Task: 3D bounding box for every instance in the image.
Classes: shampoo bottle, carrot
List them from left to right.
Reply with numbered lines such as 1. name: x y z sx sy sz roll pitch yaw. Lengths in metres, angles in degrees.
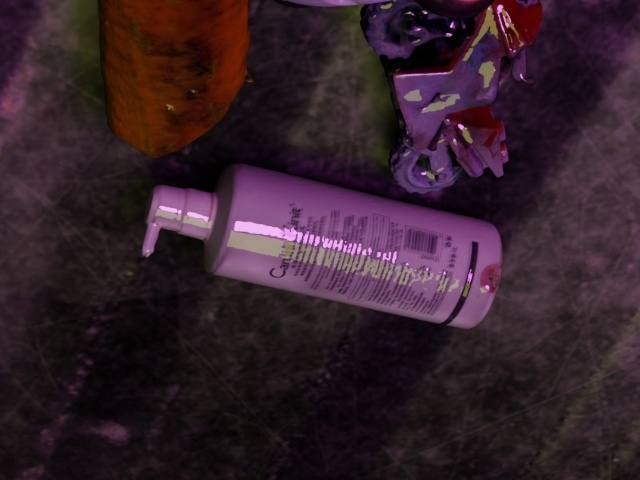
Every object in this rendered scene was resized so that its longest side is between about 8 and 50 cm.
1. carrot: -0.094 -0.192 1.243 0.114 0.114 0.302 -3 132 -4
2. shampoo bottle: 0.000 0.000 1.433 0.262 0.085 0.085 12 128 -15

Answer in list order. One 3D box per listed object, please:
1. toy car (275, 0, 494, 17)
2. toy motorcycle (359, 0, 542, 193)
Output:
1. toy car: 0.054 -0.259 1.127 0.270 0.180 0.212 -33 115 -26
2. toy motorcycle: 0.096 -0.114 1.355 0.122 0.082 0.213 -11 142 2
